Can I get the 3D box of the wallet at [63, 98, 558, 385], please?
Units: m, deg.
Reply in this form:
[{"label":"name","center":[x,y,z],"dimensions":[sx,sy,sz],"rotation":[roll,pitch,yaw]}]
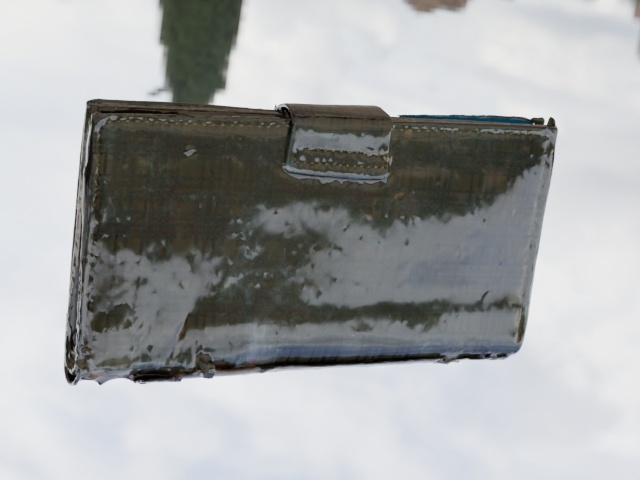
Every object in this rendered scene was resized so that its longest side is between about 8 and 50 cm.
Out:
[{"label":"wallet","center":[0.000,0.000,0.997],"dimensions":[0.317,0.169,0.044],"rotation":[-1,-166,-28]}]
